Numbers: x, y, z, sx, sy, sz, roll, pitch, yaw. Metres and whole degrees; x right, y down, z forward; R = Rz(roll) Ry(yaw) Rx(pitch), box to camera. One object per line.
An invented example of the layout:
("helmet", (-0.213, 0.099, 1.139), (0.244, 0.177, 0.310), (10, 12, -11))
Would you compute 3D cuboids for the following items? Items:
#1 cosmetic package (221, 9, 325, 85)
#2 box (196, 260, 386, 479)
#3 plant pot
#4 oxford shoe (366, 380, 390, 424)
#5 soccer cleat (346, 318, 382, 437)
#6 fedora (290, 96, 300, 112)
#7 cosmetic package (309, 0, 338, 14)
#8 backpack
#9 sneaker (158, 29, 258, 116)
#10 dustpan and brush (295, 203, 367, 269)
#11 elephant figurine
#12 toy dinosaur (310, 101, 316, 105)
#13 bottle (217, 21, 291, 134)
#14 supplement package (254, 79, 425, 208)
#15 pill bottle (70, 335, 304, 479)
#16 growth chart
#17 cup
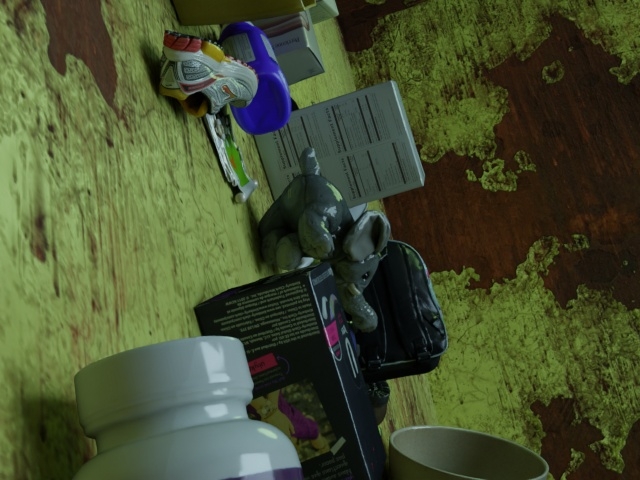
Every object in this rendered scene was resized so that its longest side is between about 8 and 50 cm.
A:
("cosmetic package", (-0.107, -0.436, 1.777), (0.129, 0.153, 0.296), (41, 32, -72))
("box", (-0.027, 0.176, 1.168), (0.165, 0.143, 0.270), (-27, 100, -80))
("plant pot", (-0.134, -0.423, 1.465), (0.212, 0.187, 0.212), (-73, 145, -74))
("oxford shoe", (0.091, 0.296, 1.935), (0.227, 0.083, 0.096), (-86, 180, -71))
("soccer cleat", (0.023, 0.264, 1.583), (0.121, 0.093, 0.289), (-10, 88, -50))
("fedora", (0.018, -0.186, 2.067), (0.334, 0.153, 0.334), (-17, 90, -81))
("cosmetic package", (-0.062, -0.564, 2.253), (0.309, 0.160, 0.113), (-42, 114, -81))
("backpack", (0.102, 0.131, 1.787), (0.191, 0.225, 0.253), (106, -27, -67))
("sneaker", (-0.156, -0.208, 1.295), (0.225, 0.088, 0.092), (13, 93, -69))
("dustpan and brush", (0.000, 0.000, 1.819), (0.211, 0.147, 0.060), (-29, 91, -54))
("elephant figurine", (0.030, 0.007, 1.552), (0.239, 0.186, 0.169), (24, 30, -35))
("toy dinosaur", (-0.021, -0.258, 2.247), (0.092, 0.053, 0.183), (58, -32, 11))
("bottle", (-0.114, -0.275, 1.550), (0.283, 0.092, 0.118), (-110, -174, -54))
("supplement package", (0.040, -0.163, 1.798), (0.199, 0.263, 0.198), (-51, 124, -79))
("pill bottle", (-0.083, 0.226, 0.667), (0.169, 0.169, 0.301), (45, 29, -71))
("growth chart", (-0.146, -0.167, 1.467), (0.172, 0.021, 0.237), (-85, 157, -69))
("cup", (0.291, 0.551, 2.025), (0.331, 0.331, 0.236), (-32, 130, -81))
